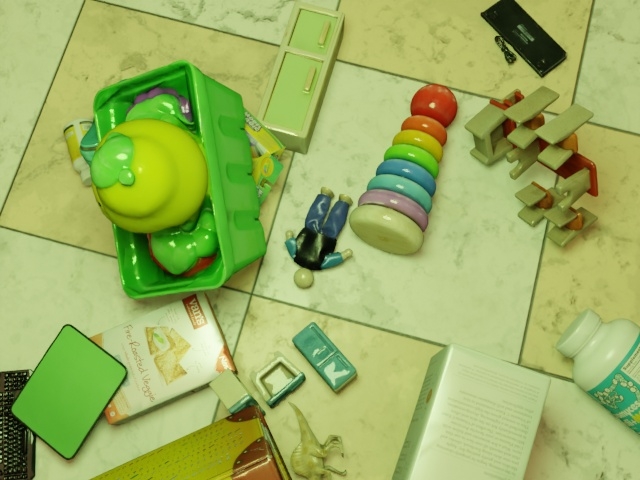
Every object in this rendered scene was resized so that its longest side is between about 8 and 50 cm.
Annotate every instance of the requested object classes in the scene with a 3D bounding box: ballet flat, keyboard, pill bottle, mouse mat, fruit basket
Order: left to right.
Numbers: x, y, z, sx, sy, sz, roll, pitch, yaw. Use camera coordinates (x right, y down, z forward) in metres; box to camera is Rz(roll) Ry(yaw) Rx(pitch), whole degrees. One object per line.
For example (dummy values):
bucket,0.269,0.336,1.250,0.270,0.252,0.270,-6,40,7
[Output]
keyboard,-0.547,0.321,1.354,0.100,0.038,0.192,-6,74,-2
mouse mat,-0.430,0.257,1.334,0.153,0.007,0.189,33,89,16
pill bottle,-0.438,-0.165,1.468,0.065,0.065,0.116,-18,75,-5
ballet flat,-0.384,-0.207,1.460,0.083,0.087,0.247,-2,41,10
fruit basket,-0.264,-0.092,1.247,0.283,0.392,0.391,-9,72,35
keyboard,0.395,-0.400,1.559,0.108,0.023,0.180,-37,77,-16
pill bottle,0.534,0.233,1.326,0.264,0.146,0.146,39,78,10

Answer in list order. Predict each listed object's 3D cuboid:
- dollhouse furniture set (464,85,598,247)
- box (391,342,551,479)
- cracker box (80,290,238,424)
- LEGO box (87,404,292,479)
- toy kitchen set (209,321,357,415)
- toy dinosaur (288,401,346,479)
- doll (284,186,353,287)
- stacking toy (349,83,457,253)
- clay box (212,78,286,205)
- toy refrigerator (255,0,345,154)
dollhouse furniture set,0.392,-0.163,1.389,0.135,0.262,0.259,-35,47,-11
box,0.218,0.363,1.253,0.168,0.215,0.345,20,76,4
cracker box,-0.280,0.206,1.370,0.232,0.067,0.155,-23,77,-7
LEGO box,-0.239,0.530,1.148,0.500,0.193,0.372,-23,104,-6
toy kitchen set,-0.056,0.232,1.305,0.207,0.166,0.122,-40,71,-10
toy dinosaur,-0.008,0.361,1.337,0.093,0.053,0.183,-9,75,-1
doll,0.000,0.000,1.437,0.129,0.046,0.189,22,76,6
stacking toy,0.174,-0.145,1.440,0.141,0.141,0.330,22,71,6
clay box,-0.158,-0.176,1.442,0.222,0.127,0.053,44,41,9
toy refrigerator,-0.038,-0.313,1.495,0.102,0.094,0.269,16,75,4
